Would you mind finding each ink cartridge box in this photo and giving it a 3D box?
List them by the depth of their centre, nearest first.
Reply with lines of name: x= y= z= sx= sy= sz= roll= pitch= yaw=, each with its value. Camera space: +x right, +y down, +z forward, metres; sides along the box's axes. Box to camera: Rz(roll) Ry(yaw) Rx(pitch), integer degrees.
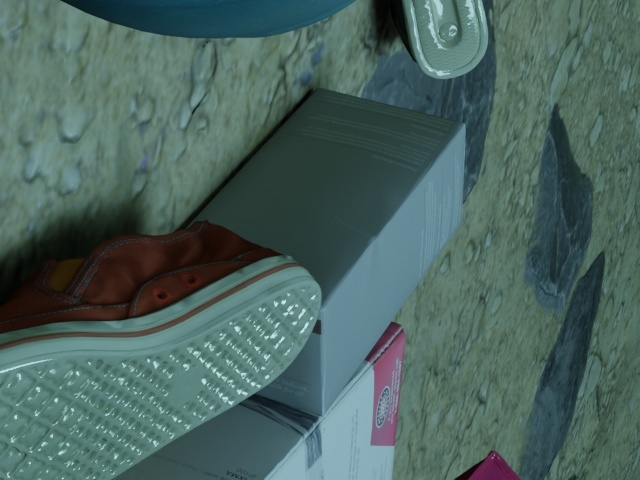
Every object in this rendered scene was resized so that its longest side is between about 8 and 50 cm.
ink cartridge box: x=-0.052 y=0.191 z=1.105 sx=0.283 sy=0.117 sz=0.207 roll=-41 pitch=141 yaw=-55

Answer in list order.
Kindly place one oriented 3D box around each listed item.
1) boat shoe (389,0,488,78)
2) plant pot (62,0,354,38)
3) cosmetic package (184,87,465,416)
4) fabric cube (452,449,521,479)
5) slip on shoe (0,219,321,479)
boat shoe: x=0.081 y=-0.244 z=1.213 sx=0.079 sy=0.084 sz=0.233 roll=-112 pitch=-166 yaw=-59
plant pot: x=-0.049 y=-0.205 z=0.684 sx=0.255 sy=0.272 sz=0.271 roll=59 pitch=49 yaw=-82
cosmetic package: x=0.000 y=0.000 z=1.090 sx=0.238 sy=0.127 sz=0.107 roll=-50 pitch=149 yaw=-42
fabric cube: x=0.099 y=0.379 z=1.281 sx=0.258 sy=0.259 sz=0.254 roll=-43 pitch=174 yaw=29
slip on shoe: x=-0.138 y=0.064 z=0.851 sx=0.331 sy=0.101 sz=0.123 roll=-22 pitch=138 yaw=-47
